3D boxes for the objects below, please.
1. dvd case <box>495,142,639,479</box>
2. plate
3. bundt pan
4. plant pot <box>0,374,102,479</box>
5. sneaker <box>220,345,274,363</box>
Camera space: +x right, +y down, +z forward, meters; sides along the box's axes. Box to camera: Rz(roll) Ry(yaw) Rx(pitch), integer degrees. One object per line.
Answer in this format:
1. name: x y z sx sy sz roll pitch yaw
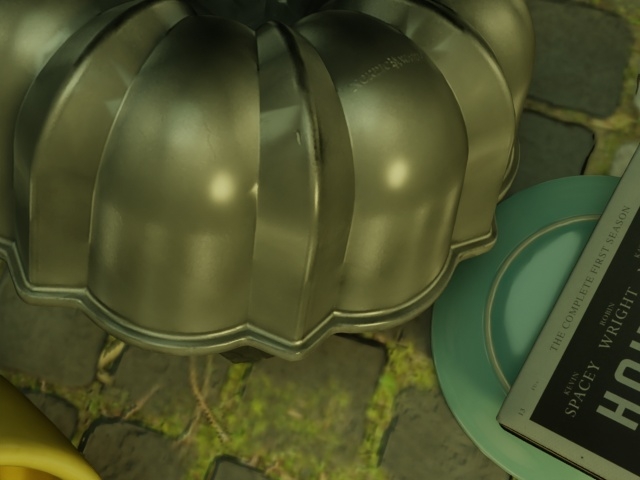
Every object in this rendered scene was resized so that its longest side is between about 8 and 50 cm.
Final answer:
1. dvd case: 0.228 0.063 0.425 0.239 0.029 0.179 25 82 29
2. plate: 0.155 0.049 0.503 0.188 0.024 0.188 -2 74 7
3. bundt pan: -0.040 -0.112 0.456 0.331 0.124 0.330 5 56 -8
4. plant pot: -0.268 0.129 0.435 0.239 0.254 0.254 36 82 31
5. sneaker: 0.000 0.000 0.520 0.178 0.072 0.077 -31 68 -14
